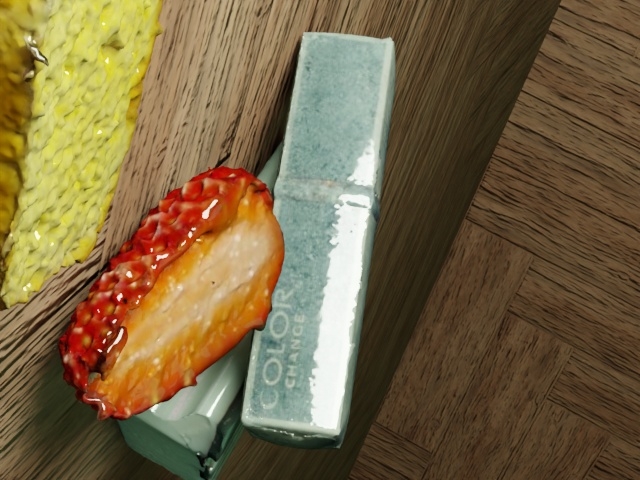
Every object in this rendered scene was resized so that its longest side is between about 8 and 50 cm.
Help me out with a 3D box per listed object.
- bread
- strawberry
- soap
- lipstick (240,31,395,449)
[{"bbox_3d":[-0.109,-0.063,0.480,0.103,0.065,0.187,-46,163,-50],"label":"bread"},{"bbox_3d":[-0.098,0.026,0.752,0.188,0.082,0.121,-41,138,-39],"label":"strawberry"},{"bbox_3d":[-0.057,0.055,0.962,0.261,0.094,0.150,-58,174,-23],"label":"soap"},{"bbox_3d":[0.000,0.000,0.862,0.076,0.077,0.290,85,13,-72],"label":"lipstick"}]
